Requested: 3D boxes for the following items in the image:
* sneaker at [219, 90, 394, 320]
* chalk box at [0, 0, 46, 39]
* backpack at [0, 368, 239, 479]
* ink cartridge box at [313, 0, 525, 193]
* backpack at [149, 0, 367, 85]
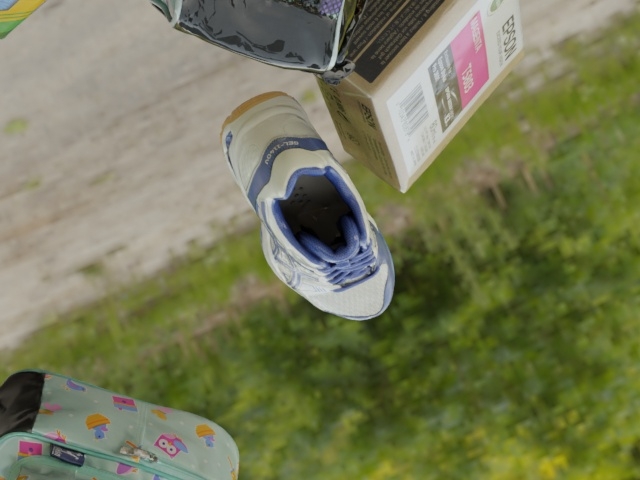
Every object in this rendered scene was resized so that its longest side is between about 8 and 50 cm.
[{"bbox_3d":[0.000,0.000,1.528,0.112,0.131,0.296,-34,134,0],"label":"sneaker"},{"bbox_3d":[-0.262,-0.294,1.245,0.179,0.180,0.289,19,165,-25],"label":"chalk box"},{"bbox_3d":[-0.148,0.192,1.128,0.188,0.144,0.166,12,120,-18],"label":"backpack"},{"bbox_3d":[0.093,-0.174,1.497,0.193,0.088,0.234,-48,159,-8],"label":"ink cartridge box"},{"bbox_3d":[-0.035,-0.242,0.891,0.191,0.253,0.225,20,-168,-18],"label":"backpack"}]
